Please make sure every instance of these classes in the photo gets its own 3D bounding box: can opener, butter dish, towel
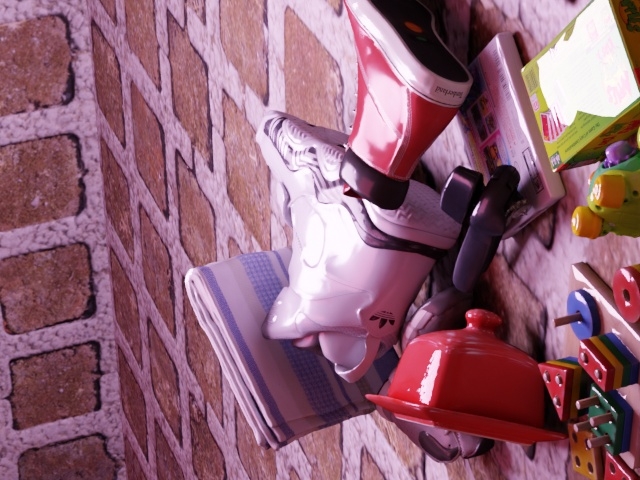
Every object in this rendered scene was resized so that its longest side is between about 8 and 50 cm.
[{"bbox_3d":[0.149,-0.012,1.607,0.073,0.059,0.186,37,158,19],"label":"can opener"},{"bbox_3d":[0.144,0.123,1.666,0.160,0.159,0.118,180,101,-72],"label":"butter dish"},{"bbox_3d":[-0.020,0.106,1.904,0.034,0.285,0.209,-32,79,32],"label":"towel"}]

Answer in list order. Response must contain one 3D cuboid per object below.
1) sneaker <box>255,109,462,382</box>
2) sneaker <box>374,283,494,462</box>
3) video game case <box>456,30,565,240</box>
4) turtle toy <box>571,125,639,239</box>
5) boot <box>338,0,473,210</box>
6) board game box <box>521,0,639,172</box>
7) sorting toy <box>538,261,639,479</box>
[{"bbox_3d":[0.000,0.000,1.866,0.366,0.137,0.210,39,108,57],"label":"sneaker"},{"bbox_3d":[0.139,0.147,1.785,0.132,0.086,0.229,50,148,23],"label":"sneaker"},{"bbox_3d":[0.167,-0.092,1.607,0.143,0.019,0.157,133,122,-69],"label":"video game case"},{"bbox_3d":[0.244,-0.046,1.310,0.130,0.095,0.066,112,163,-60],"label":"turtle toy"},{"bbox_3d":[0.048,-0.142,1.707,0.176,0.088,0.244,-62,29,27],"label":"boot"},{"bbox_3d":[0.220,-0.126,1.381,0.181,0.043,0.092,132,123,-69],"label":"board game box"},{"bbox_3d":[0.231,0.117,1.511,0.132,0.046,0.275,-125,28,-51],"label":"sorting toy"}]
